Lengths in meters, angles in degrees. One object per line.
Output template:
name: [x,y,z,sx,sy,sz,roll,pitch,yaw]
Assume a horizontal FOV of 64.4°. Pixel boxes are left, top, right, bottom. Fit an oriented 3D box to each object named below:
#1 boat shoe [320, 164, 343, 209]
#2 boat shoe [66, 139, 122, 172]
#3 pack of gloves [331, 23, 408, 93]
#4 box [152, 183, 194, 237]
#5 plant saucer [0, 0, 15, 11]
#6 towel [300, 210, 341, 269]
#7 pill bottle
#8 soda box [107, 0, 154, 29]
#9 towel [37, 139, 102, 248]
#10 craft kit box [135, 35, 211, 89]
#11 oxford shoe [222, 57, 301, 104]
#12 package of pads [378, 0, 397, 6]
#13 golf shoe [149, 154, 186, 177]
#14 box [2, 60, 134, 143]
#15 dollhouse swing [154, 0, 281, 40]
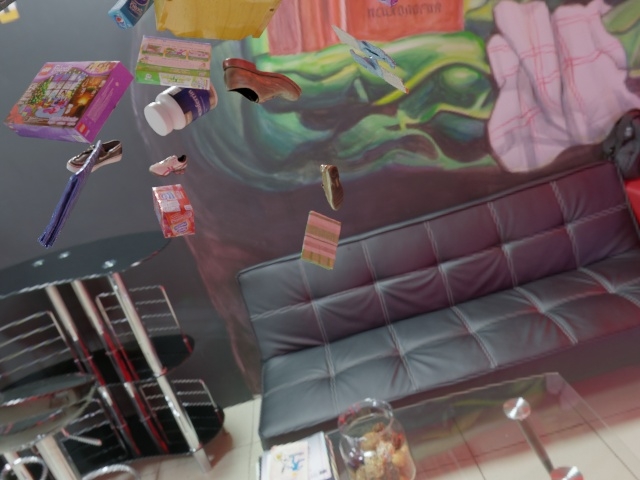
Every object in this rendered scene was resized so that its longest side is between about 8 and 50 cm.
boat shoe: [0.037,-0.202,1.902,0.072,0.190,0.068,19,44,34]
boat shoe: [-0.770,-0.294,1.737,0.077,0.070,0.219,30,34,10]
pack of gloves: [0.159,-0.545,1.492,0.232,0.195,0.046,40,93,27]
box: [-0.630,-0.130,2.173,0.128,0.123,0.257,-10,35,-24]
plant saucer: [-0.796,-0.548,1.215,0.067,0.018,0.192,-4,45,11]
towel: [0.000,0.000,1.498,0.113,0.152,0.023,21,-21,-25]
pill bottle: [-0.547,-0.531,1.995,0.153,0.153,0.264,6,42,48]
soda box: [-0.612,-0.802,1.697,0.071,0.067,0.210,4,59,35]
towel: [-0.716,-0.145,1.471,0.243,0.040,0.336,-56,25,16]
craft kit box: [-0.518,-0.640,1.821,0.249,0.061,0.247,3,44,-12]
oxford shoe: [-0.219,-0.568,1.919,0.348,0.130,0.123,7,-9,-39]
package of pads: [0.161,-0.639,1.302,0.032,0.050,0.083,-35,57,-21]
golf shoe: [-0.619,-0.309,2.064,0.067,0.086,0.186,33,28,16]
box: [-0.610,-0.338,1.224,0.293,0.057,0.201,10,66,30]
dollhouse swing: [-0.330,-0.842,1.555,0.346,0.305,0.315,-9,-8,-28]
